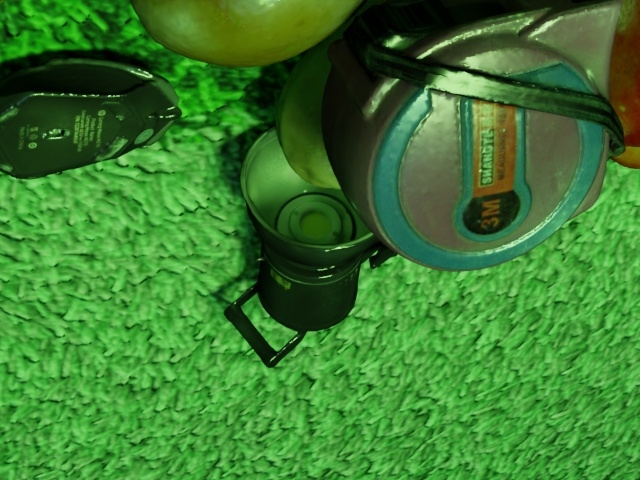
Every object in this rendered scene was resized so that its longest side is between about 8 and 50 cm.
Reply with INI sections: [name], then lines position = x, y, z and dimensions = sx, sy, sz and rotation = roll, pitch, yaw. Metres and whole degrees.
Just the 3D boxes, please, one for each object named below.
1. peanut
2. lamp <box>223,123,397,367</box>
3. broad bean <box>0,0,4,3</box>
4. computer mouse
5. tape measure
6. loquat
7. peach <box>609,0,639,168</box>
[peanut]
position = 0.086, -0.163, 1.664
dimensions = 0.147, 0.147, 0.319
rotation = 17, 127, -38
[lamp]
position = 0.000, 0.000, 1.845
dimensions = 0.172, 0.147, 0.227
rotation = -33, 156, -21
[broad bean]
position = -0.282, -0.220, 1.488
dimensions = 0.174, 0.082, 0.124
rotation = -27, 143, 27
[computer mouse]
position = -0.215, -0.109, 1.662
dimensions = 0.192, 0.062, 0.106
rotation = -8, 141, -23
[tape measure]
position = 0.124, -0.100, 1.549
dimensions = 0.245, 0.149, 0.231
rotation = -12, 129, -14
[loquat]
position = -0.043, -0.229, 1.497
dimensions = 0.227, 0.179, 0.179
rotation = -26, 143, -4
[peach]
position = 0.312, -0.175, 1.680
dimensions = 0.199, 0.243, 0.243
rotation = 20, 131, -16
